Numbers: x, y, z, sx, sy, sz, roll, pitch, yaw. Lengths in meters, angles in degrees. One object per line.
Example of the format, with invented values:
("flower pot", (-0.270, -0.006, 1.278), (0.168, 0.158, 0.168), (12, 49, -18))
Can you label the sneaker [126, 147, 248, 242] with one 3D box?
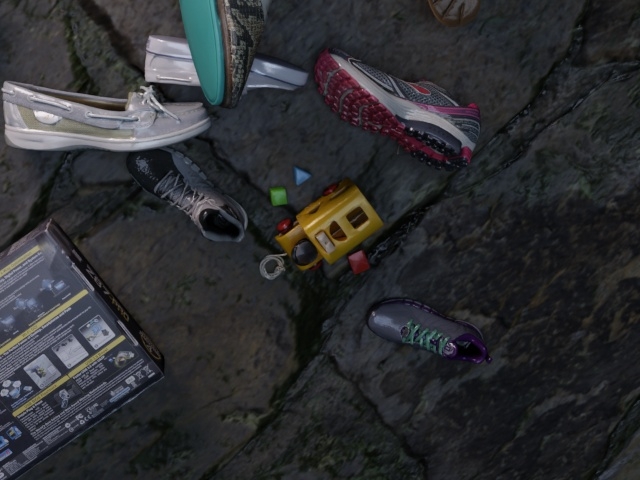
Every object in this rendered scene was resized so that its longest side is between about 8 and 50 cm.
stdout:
("sneaker", (-0.207, -0.071, 1.544), (0.228, 0.132, 0.086), (33, 97, -16))

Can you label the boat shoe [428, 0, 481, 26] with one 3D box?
("boat shoe", (0.181, -0.490, 1.518), (0.109, 0.098, 0.302), (-16, 109, 9))

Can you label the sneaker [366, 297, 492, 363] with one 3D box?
("sneaker", (0.193, 0.162, 1.690), (0.223, 0.098, 0.083), (13, 102, -13))

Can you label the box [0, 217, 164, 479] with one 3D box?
("box", (-0.506, 0.204, 1.589), (0.395, 0.097, 0.318), (-36, 109, 1))

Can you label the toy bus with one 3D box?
("toy bus", (0.006, -0.011, 1.610), (0.190, 0.104, 0.202), (6, 103, -10))

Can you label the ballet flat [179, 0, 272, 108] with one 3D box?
("ballet flat", (-0.161, -0.442, 1.415), (0.182, 0.164, 0.483), (-24, 92, -23))

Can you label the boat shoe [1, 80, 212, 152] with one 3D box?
("boat shoe", (-0.331, -0.199, 1.502), (0.320, 0.118, 0.103), (-1, 109, -2))

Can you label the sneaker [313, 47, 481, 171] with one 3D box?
("sneaker", (0.124, -0.227, 1.580), (0.299, 0.121, 0.112), (29, 69, -14))

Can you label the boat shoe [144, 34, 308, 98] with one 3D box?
("boat shoe", (-0.150, -0.263, 1.533), (0.258, 0.095, 0.084), (11, 107, -1))
